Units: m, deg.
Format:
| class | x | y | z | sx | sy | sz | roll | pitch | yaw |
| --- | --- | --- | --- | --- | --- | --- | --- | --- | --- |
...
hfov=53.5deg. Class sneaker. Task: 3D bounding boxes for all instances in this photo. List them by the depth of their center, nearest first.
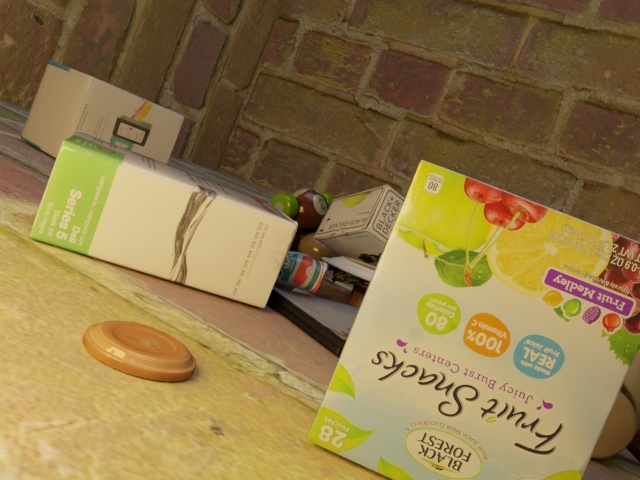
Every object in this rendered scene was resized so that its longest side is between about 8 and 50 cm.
| class | x | y | z | sx | sy | sz | roll | pitch | yaw |
| --- | --- | --- | --- | --- | --- | --- | --- | --- | --- |
| sneaker | -0.052 | 0.035 | 0.881 | 0.075 | 0.057 | 0.161 | 26 | -9 | -22 |

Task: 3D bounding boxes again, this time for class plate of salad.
| class | x | y | z | sx | sy | sz | roll | pitch | yaw |
| --- | --- | --- | --- | --- | --- | --- | --- | --- | --- |
| plate of salad | 0.091 | 0.071 | 1.004 | 0.200 | 0.048 | 0.200 | 20 | 3 | -1 |

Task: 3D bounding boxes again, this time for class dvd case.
| class | x | y | z | sx | sy | sz | roll | pitch | yaw |
| --- | --- | --- | --- | --- | --- | --- | --- | --- | --- |
| dvd case | 0.066 | 0.120 | 0.822 | 0.253 | 0.022 | 0.180 | 18 | 6 | -39 |

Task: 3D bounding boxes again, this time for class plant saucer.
| class | x | y | z | sx | sy | sz | roll | pitch | yaw |
| --- | --- | --- | --- | --- | --- | --- | --- | --- | --- |
| plant saucer | -0.131 | 0.078 | 0.466 | 0.084 | 0.013 | 0.083 | 21 | 5 | -2 |

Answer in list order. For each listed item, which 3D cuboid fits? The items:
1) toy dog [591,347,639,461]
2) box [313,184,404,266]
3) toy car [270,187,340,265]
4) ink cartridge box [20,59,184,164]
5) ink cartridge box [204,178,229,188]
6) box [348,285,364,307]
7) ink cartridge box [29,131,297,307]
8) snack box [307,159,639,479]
| class | x | y | z | sx | sy | sz | roll | pitch | yaw |
| --- | --- | --- | --- | --- | --- | --- | --- | --- | --- |
| toy dog | 0.389 | 0.130 | 0.717 | 0.161 | 0.333 | 0.220 | 38 | 30 | -2 |
| box | 0.152 | 0.030 | 1.102 | 0.290 | 0.087 | 0.169 | 35 | -22 | -22 |
| toy car | 0.000 | 0.000 | 1.247 | 0.188 | 0.149 | 0.155 | 39 | 26 | 27 |
| ink cartridge box | -0.509 | -0.269 | 1.504 | 0.198 | 0.197 | 0.270 | 26 | 6 | 36 |
| ink cartridge box | -0.234 | -0.091 | 1.554 | 0.330 | 0.071 | 0.324 | 22 | 5 | -11 |
| box | 0.115 | 0.114 | 1.071 | 0.136 | 0.028 | 0.081 | 24 | 6 | 2 |
| ink cartridge box | -0.188 | -0.029 | 0.785 | 0.273 | 0.114 | 0.198 | 20 | 6 | -19 |
| snack box | 0.110 | 0.072 | 0.438 | 0.175 | 0.207 | 0.070 | 22 | 5 | 7 |
